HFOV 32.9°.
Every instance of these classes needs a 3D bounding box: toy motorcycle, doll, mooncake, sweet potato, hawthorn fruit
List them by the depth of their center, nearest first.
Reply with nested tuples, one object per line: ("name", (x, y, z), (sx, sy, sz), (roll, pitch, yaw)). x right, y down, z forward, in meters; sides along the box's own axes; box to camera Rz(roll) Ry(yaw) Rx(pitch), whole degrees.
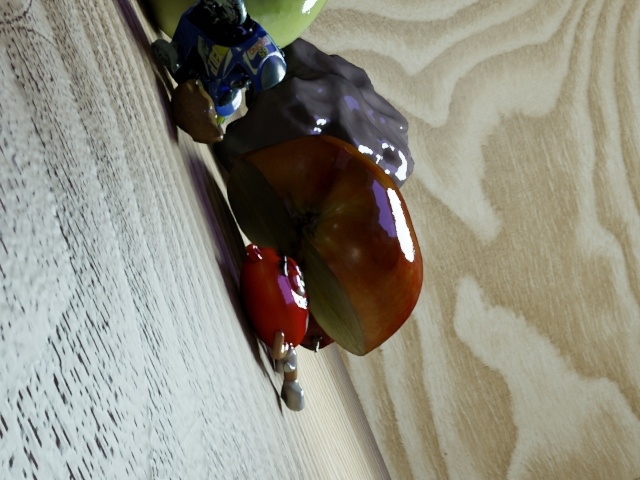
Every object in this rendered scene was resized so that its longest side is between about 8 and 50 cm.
("doll", (-0.054, 0.092, 1.398), (0.183, 0.085, 0.217), (-106, -176, -68))
("sweet potato", (-0.167, -0.171, 1.443), (0.206, 0.060, 0.068), (-126, -160, -53))
("toy motorcycle", (-0.137, -0.253, 1.517), (0.169, 0.113, 0.315), (44, -24, -1))
("hawthorn fruit", (-0.004, 0.123, 1.853), (0.172, 0.148, 0.148), (-94, 165, -50))
("mooncake", (0.000, -0.201, 1.998), (0.351, 0.212, 0.381), (30, 29, -26))

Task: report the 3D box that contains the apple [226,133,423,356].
("apple", (0.000, 0.000, 1.635), (0.365, 0.329, 0.295), (103, 0, -72))

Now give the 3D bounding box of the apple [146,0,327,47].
("apple", (-0.137, -0.463, 1.736), (0.357, 0.357, 0.357), (-22, 90, -89))

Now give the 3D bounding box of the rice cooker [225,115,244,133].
("rice cooker", (-0.125, -0.202, 2.233), (0.203, 0.142, 0.118), (-84, 164, -78))

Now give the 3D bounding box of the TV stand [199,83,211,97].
("TV stand", (-0.246, -0.372, 2.119), (0.049, 0.040, 0.256), (64, 4, -77))
